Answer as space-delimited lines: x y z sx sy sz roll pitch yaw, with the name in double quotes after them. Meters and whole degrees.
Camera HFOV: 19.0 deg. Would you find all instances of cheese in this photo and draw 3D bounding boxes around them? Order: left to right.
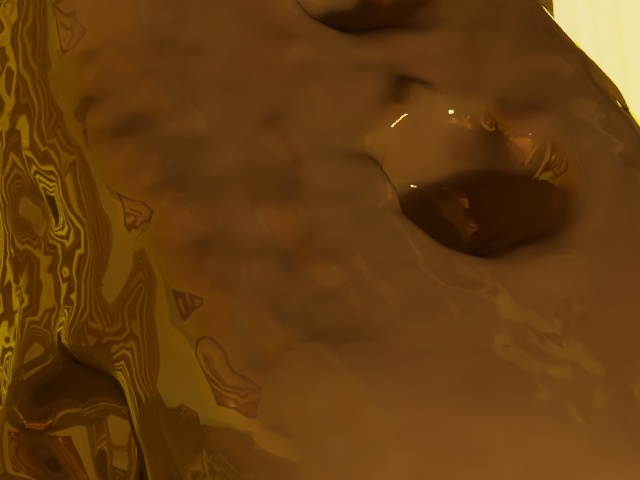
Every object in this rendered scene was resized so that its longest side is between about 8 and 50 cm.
-0.001 0.000 0.498 0.174 0.251 0.248 -2 20 -39 "cheese"
